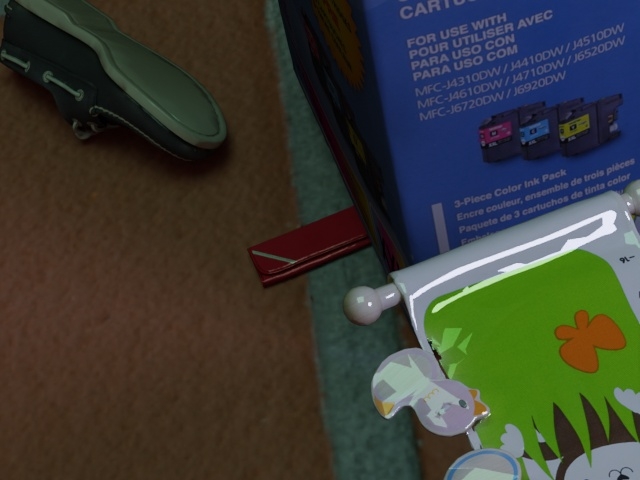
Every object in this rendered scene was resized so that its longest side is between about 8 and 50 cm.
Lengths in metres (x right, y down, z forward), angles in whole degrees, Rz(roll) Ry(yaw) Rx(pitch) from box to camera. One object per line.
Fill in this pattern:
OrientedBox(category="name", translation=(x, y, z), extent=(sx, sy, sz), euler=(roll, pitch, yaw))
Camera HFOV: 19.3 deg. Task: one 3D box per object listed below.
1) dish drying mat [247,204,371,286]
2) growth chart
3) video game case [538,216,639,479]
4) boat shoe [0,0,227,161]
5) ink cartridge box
OrientedBox(category="dish drying mat", translation=(0.000, 0.000, 1.107), extent=(0.083, 0.008, 0.032), euler=(-23, 46, -3))
OrientedBox(category="growth chart", translation=(0.131, 0.079, 0.736), extent=(0.172, 0.021, 0.237), euler=(-28, 65, -23))
OrientedBox(category="video game case", translation=(0.142, 0.110, 0.839), extent=(0.023, 0.193, 0.212), euler=(7, 52, 26))
OrientedBox(category="boat shoe", translation=(-0.138, -0.097, 1.215), extent=(0.206, 0.075, 0.065), euler=(39, 112, 33))
OrientedBox(category="ink cartridge box", translation=(0.055, -0.175, 0.977), extent=(0.151, 0.395, 0.270), euler=(-18, 46, -6))
